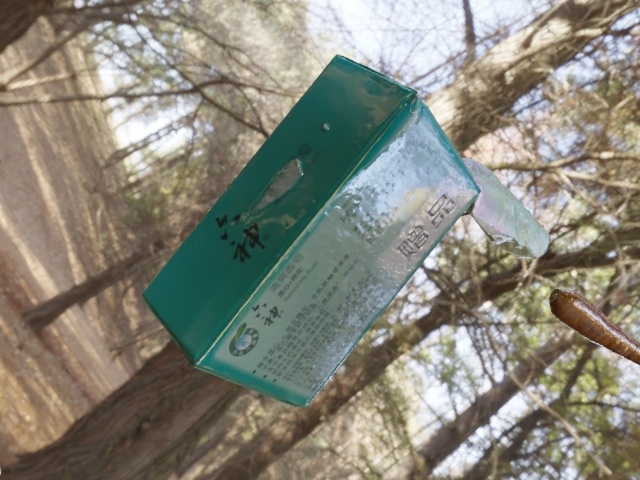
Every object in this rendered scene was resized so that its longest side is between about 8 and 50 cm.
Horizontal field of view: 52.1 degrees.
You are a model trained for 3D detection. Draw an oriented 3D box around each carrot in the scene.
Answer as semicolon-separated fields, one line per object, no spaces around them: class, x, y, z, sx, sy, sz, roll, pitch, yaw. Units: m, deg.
carrot;0.410;0.137;0.908;0.216;0.048;0.048;34;-20;1

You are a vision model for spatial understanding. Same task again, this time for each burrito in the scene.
burrito;0.243;-0.056;0.979;0.229;0.089;0.144;27;13;-44

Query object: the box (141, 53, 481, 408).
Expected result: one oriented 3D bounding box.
box;0.000;0.000;0.523;0.092;0.245;0.153;40;0;39
